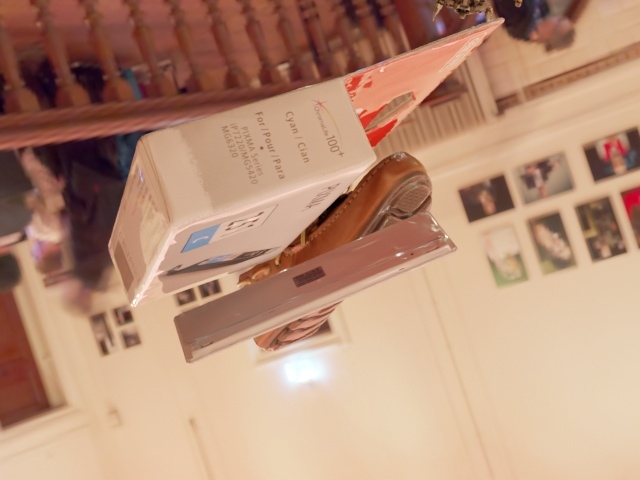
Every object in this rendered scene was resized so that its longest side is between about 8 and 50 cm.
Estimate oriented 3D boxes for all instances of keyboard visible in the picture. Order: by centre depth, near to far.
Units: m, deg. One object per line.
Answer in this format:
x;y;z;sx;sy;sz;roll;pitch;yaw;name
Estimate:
-0.007;0.039;0.942;0.256;0.014;0.072;-22;-151;-5;keyboard

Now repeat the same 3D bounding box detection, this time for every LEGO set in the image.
0.126;-0.199;0.861;0.083;0.054;0.023;-39;153;-32;LEGO set

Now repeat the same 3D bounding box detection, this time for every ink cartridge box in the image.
-0.018;-0.045;0.787;0.261;0.066;0.296;-21;174;-18;ink cartridge box

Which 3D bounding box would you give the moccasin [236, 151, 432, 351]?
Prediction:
0.003;-0.001;1.242;0.139;0.147;0.380;-23;167;-29;moccasin
